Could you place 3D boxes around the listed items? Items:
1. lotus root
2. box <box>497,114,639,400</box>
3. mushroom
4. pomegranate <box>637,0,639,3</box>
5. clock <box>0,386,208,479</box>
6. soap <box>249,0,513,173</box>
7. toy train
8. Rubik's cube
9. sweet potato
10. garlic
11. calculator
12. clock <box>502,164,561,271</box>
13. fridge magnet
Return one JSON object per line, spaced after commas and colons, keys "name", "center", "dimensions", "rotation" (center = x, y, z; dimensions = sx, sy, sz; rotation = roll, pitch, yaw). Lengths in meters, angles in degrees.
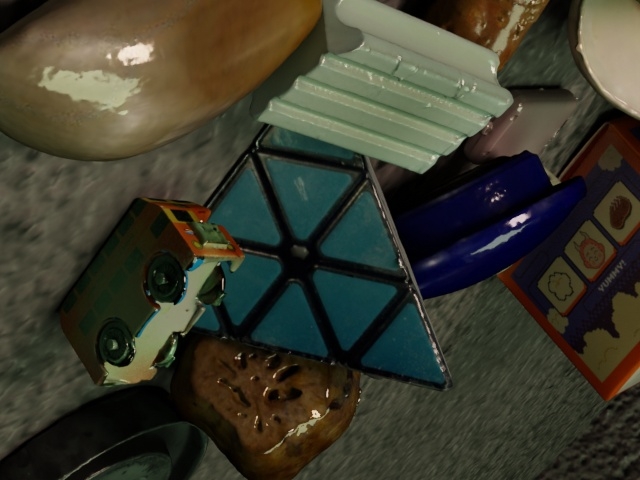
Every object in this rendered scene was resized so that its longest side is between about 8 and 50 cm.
{"name": "lotus root", "center": [-0.050, 0.144, 1.460], "dimensions": [0.193, 0.193, 0.291], "rotation": [-39, 176, -5]}
{"name": "box", "center": [0.486, -0.011, 1.974], "dimensions": [0.349, 0.257, 0.318], "rotation": [-20, 151, -40]}
{"name": "mushroom", "center": [0.316, -0.236, 1.470], "dimensions": [0.162, 0.173, 0.236], "rotation": [3, 100, -10]}
{"name": "pomegranate", "center": [0.391, -0.269, 1.281], "dimensions": [0.302, 0.236, 0.236], "rotation": [24, 120, -25]}
{"name": "clock", "center": [-0.262, 0.280, 1.553], "dimensions": [0.313, 0.061, 0.312], "rotation": [-34, 158, -16]}
{"name": "soap", "center": [0.048, -0.127, 1.171], "dimensions": [0.198, 0.066, 0.119], "rotation": [15, 139, -42]}
{"name": "toy train", "center": [-0.152, 0.046, 1.241], "dimensions": [0.072, 0.099, 0.188], "rotation": [-1, 137, -54]}
{"name": "Rubik's cube", "center": [-0.001, 0.002, 1.342], "dimensions": [0.229, 0.233, 0.228], "rotation": [25, 163, -29]}
{"name": "sweet potato", "center": [0.145, -0.206, 1.254], "dimensions": [0.106, 0.095, 0.354], "rotation": [-13, 145, -45]}
{"name": "garlic", "center": [-0.112, -0.127, 0.995], "dimensions": [0.318, 0.112, 0.143], "rotation": [-35, 158, -44]}
{"name": "calculator", "center": [0.226, -0.128, 1.618], "dimensions": [0.175, 0.032, 0.100], "rotation": [-8, 141, -53]}
{"name": "clock", "center": [0.209, -0.018, 1.762], "dimensions": [0.191, 0.062, 0.151], "rotation": [-12, 145, -50]}
{"name": "fridge magnet", "center": [0.158, -0.013, 1.537], "dimensions": [0.265, 0.112, 0.265], "rotation": [-27, -178, 1]}
